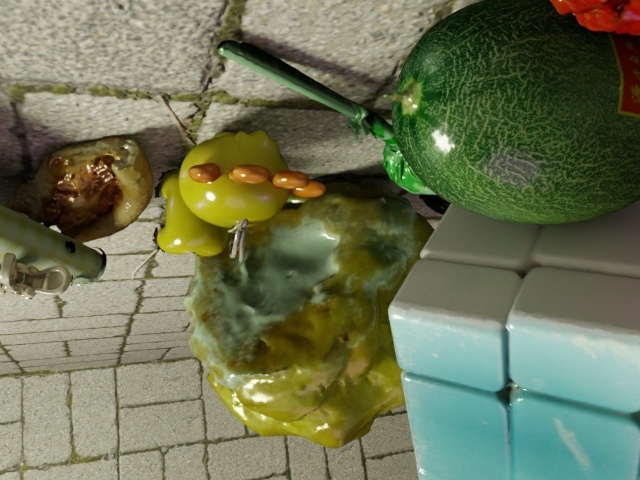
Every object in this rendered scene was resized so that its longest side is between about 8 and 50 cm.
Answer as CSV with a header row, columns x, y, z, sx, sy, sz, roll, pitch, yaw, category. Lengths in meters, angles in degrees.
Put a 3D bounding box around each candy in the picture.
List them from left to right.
x,y,z,sx,sy,sz,roll,pitch,yaw,category
0.035,-0.121,0.575,0.323,0.097,0.097,18,151,-40,candy

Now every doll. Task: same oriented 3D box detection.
x,y,z,sx,sy,sz,roll,pitch,yaw,category
-0.100,-0.048,0.620,0.142,0.136,0.220,8,170,-36,doll

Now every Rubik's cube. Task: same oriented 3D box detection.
x,y,z,sx,sy,sz,roll,pitch,yaw,category
0.287,0.113,0.610,0.315,0.319,0.322,9,128,29,Rubik's cube

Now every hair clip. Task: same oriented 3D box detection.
x,y,z,sx,sy,sz,roll,pitch,yaw,category
-0.376,0.051,0.631,0.225,0.034,0.072,-10,157,24,hair clip

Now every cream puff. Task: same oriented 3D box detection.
x,y,z,sx,sy,sz,roll,pitch,yaw,category
0.018,0.102,0.795,0.377,0.379,0.276,-13,141,16,cream puff

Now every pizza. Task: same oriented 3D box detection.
x,y,z,sx,sy,sz,roll,pitch,yaw,category
-0.272,-0.048,0.679,0.271,0.056,0.134,-21,160,39,pizza

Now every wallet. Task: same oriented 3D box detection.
x,y,z,sx,sy,sz,roll,pitch,yaw,category
-0.411,-0.012,0.610,0.223,0.077,0.309,-6,159,16,wallet

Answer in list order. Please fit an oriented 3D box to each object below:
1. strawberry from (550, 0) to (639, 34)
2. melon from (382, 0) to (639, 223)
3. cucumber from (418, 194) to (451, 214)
x,y,z,sx,sy,sz,roll,pitch,yaw,category
0.230,-0.192,0.342,0.285,0.106,0.188,-4,167,-16,strawberry
0.174,-0.103,0.483,0.287,0.183,0.182,-1,163,-30,melon
0.237,-0.059,0.873,0.227,0.069,0.069,5,159,-27,cucumber
